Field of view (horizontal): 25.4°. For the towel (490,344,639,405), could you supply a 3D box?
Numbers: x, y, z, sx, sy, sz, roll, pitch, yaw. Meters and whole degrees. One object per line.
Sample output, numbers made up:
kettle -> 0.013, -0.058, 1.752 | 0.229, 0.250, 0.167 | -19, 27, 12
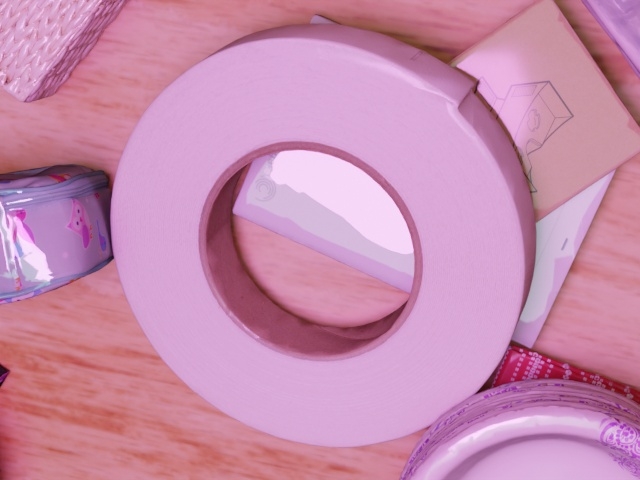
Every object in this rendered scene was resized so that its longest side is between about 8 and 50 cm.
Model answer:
towel -> 0.269, 0.231, 1.325 | 0.275, 0.031, 0.199 | 21, 101, 4

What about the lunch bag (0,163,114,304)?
lunch bag -> -0.334, -0.002, 1.308 | 0.279, 0.224, 0.108 | -8, 98, 6

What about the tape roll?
tape roll -> 0.000, 0.000, 1.275 | 0.392, 0.072, 0.392 | 7, 113, 17

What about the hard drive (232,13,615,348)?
hard drive -> 0.096, -0.055, 1.314 | 0.307, 0.040, 0.203 | 24, 101, 5

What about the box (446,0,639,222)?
box -> 0.166, -0.095, 1.265 | 0.201, 0.021, 0.164 | -35, 92, 12

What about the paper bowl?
paper bowl -> 0.201, 0.261, 1.245 | 0.284, 0.148, 0.284 | 1, 102, 6

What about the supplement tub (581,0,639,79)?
supplement tub -> 0.388, -0.248, 1.150 | 0.338, 0.207, 0.207 | -37, 90, 12

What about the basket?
basket -> -0.255, -0.218, 1.317 | 0.103, 0.113, 0.167 | 41, 102, -2

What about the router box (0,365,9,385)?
router box -> -0.423, 0.138, 1.429 | 0.179, 0.046, 0.133 | 34, 103, 4
